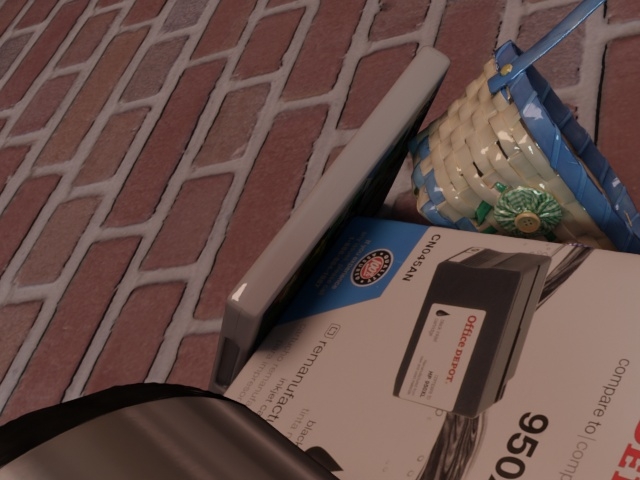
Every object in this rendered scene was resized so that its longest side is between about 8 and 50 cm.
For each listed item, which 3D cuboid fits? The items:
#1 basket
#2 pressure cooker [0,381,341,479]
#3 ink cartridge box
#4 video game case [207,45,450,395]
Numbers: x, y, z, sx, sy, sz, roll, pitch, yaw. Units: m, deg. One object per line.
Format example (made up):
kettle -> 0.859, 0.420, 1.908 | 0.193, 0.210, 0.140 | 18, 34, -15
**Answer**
basket -> 0.248, -0.080, 0.897 | 0.289, 0.255, 0.201 | -40, 28, 19
pressure cooker -> -0.033, 0.320, 0.474 | 0.420, 0.369, 0.375 | 31, 61, 35
ink cartridge box -> 0.137, 0.149, 0.774 | 0.395, 0.166, 0.285 | 9, 52, 41
video game case -> 0.000, 0.000, 0.975 | 0.036, 0.300, 0.329 | 34, 64, 6
